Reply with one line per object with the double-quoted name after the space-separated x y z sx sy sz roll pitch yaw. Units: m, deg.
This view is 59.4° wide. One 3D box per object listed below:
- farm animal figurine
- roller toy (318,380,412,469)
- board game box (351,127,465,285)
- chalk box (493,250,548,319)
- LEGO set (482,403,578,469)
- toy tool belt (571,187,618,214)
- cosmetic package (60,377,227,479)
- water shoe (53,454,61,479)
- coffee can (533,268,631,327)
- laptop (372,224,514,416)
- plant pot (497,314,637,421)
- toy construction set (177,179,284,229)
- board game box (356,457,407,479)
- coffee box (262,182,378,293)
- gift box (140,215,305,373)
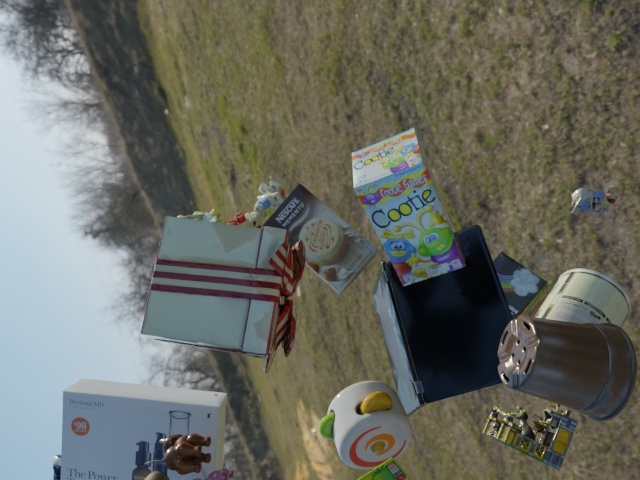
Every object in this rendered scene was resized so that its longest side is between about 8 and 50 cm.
-0.299 0.549 1.086 0.327 0.172 0.330 -72 -23 -59 "farm animal figurine"
0.124 0.457 1.380 0.191 0.209 0.146 36 -165 -31 "roller toy"
0.183 -0.063 1.163 0.142 0.144 0.275 -88 -27 -53 "board game box"
0.565 0.218 1.794 0.180 0.289 0.179 39 177 31 "chalk box"
0.687 0.601 1.847 0.255 0.192 0.331 23 168 18 "LEGO set"
0.531 -0.069 1.089 0.052 0.083 0.051 68 -150 -75 "toy tool belt"
-0.428 0.500 1.363 0.097 0.377 0.284 -57 -28 -84 "cosmetic package"
-0.699 0.639 1.549 0.203 0.073 0.080 124 153 -60 "water shoe"
0.676 0.237 1.502 0.201 0.275 0.201 33 149 23 "coffee can"
0.312 0.230 1.487 0.408 0.236 0.382 94 166 -66 "laptop"
0.403 0.205 0.949 0.167 0.165 0.167 -167 90 -83 "plant pot"
-0.246 -0.050 1.642 0.151 0.328 0.215 34 147 46 "toy construction set"
0.061 0.455 0.958 0.043 0.181 0.092 42 139 39 "board game box"
0.000 0.000 1.354 0.246 0.141 0.098 40 176 9 "coffee box"
-0.167 0.105 1.050 0.276 0.258 0.255 101 176 -80 "gift box"
